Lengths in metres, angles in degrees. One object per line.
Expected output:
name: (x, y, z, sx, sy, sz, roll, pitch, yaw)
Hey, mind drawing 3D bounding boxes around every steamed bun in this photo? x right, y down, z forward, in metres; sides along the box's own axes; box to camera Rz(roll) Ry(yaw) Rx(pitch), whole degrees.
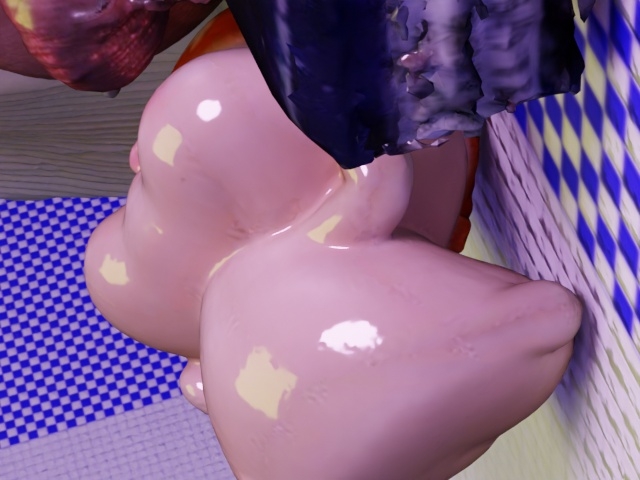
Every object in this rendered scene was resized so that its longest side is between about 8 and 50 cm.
steamed bun: (-0.153, -0.164, 1.138, 0.383, 0.247, 0.236, 85, 179, -80)

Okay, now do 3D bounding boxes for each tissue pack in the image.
tissue pack: (-0.011, -0.203, 0.474, 0.332, 0.123, 0.245, 86, 164, -56)

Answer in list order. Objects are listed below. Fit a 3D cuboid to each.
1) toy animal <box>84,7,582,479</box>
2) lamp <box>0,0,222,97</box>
toy animal: (0.000, 0.000, 0.716, 0.171, 0.171, 0.197, 86, 162, -58)
lamp: (-0.096, -0.138, 0.733, 0.151, 0.215, 0.223, 45, 141, -11)
